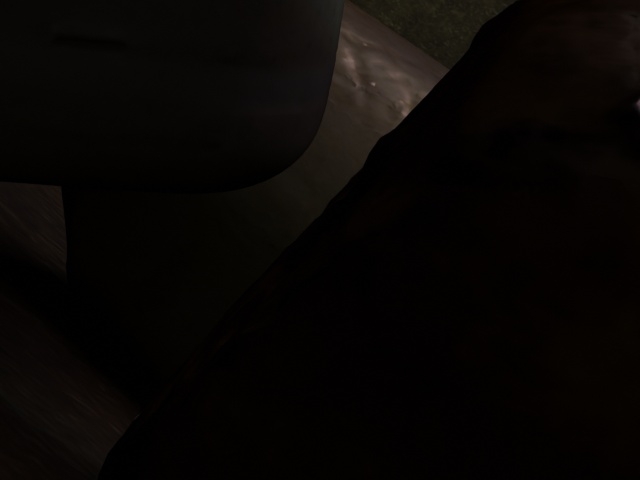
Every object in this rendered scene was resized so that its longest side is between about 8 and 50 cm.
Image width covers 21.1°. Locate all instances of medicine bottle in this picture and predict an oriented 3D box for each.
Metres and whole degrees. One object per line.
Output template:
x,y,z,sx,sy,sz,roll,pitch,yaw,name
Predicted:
-0.151,-0.125,0.649,0.282,0.123,0.375,3,20,-21,medicine bottle

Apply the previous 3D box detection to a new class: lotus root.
0.089,0.049,0.517,0.250,0.316,0.316,33,5,-9,lotus root

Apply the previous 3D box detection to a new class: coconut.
0.000,0.000,0.785,0.222,0.202,0.202,38,2,14,coconut
